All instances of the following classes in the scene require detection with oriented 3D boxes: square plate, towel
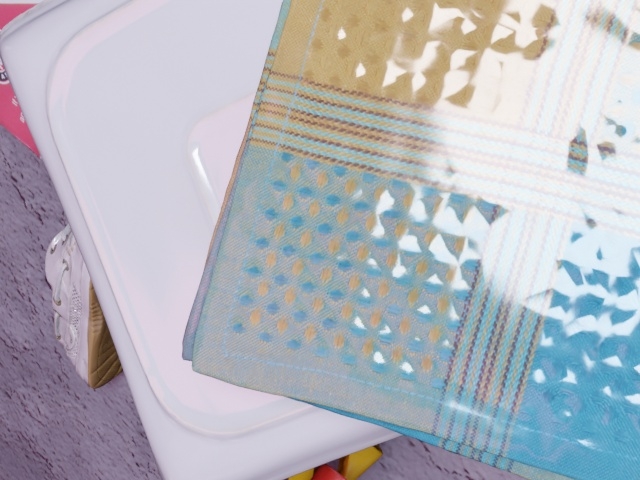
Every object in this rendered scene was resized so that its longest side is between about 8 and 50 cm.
[{"bbox_3d":[-0.017,-0.042,0.602,0.344,0.049,0.347,-24,86,22],"label":"square plate"},{"bbox_3d":[0.103,-0.073,0.506,0.271,0.040,0.370,17,96,11],"label":"towel"}]

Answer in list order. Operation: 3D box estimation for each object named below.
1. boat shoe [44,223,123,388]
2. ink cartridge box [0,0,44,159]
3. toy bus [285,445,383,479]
[{"bbox_3d":[-0.217,0.020,0.969,0.096,0.098,0.277,34,129,20],"label":"boat shoe"},{"bbox_3d":[-0.267,-0.293,0.816,0.384,0.160,0.279,38,129,18],"label":"ink cartridge box"},{"bbox_3d":[0.002,0.153,0.848,0.202,0.191,0.104,-9,139,35],"label":"toy bus"}]
